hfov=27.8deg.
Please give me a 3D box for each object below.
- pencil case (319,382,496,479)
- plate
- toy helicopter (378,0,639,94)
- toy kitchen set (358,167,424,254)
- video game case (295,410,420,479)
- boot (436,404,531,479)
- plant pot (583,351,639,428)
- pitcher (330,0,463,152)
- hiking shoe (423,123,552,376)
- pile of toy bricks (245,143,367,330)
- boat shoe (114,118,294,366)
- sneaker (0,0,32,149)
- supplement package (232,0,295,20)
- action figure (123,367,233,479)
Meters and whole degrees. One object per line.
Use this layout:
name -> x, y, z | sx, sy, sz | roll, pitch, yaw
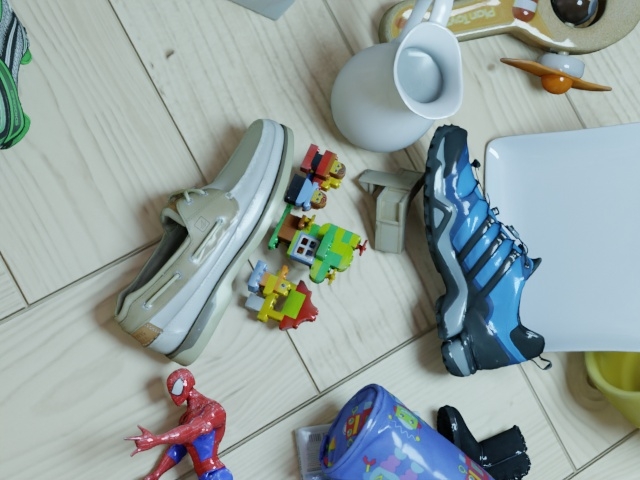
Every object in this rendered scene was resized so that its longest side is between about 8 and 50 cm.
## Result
pencil case -> 0.132, 0.298, 1.472 | 0.306, 0.119, 0.133 | 41, 115, -11
plate -> 0.329, 0.001, 1.563 | 0.045, 0.277, 0.278 | 17, 73, -55
toy helicopter -> 0.248, -0.279, 1.644 | 0.355, 0.140, 0.235 | -16, 95, -11
toy kitchen set -> 0.081, -0.041, 1.580 | 0.068, 0.075, 0.083 | 13, 34, 19
video game case -> 0.053, 0.282, 1.518 | 0.157, 0.019, 0.143 | -5, 83, -21
boot -> 0.199, 0.247, 1.561 | 0.099, 0.045, 0.121 | -14, 93, -19
plant pot -> 0.493, 0.163, 1.588 | 0.239, 0.254, 0.254 | 46, 69, -24
pitcher -> 0.096, -0.200, 1.512 | 0.125, 0.207, 0.178 | 18, 75, -16
hiking shoe -> 0.195, 0.008, 1.546 | 0.132, 0.113, 0.304 | -7, 95, 6
pile of toy bricks -> 0.000, 0.000, 1.485 | 0.105, 0.118, 0.212 | 23, 75, 4
boat shoe -> -0.127, -0.015, 1.453 | 0.103, 0.113, 0.302 | 29, 73, -19
sneaker -> -0.397, -0.251, 1.409 | 0.146, 0.134, 0.344 | 13, 66, -54
supplement package -> -0.110, -0.416, 1.478 | 0.262, 0.199, 0.198 | 22, 75, -15
action figure -> -0.143, 0.283, 1.407 | 0.139, 0.091, 0.280 | -14, 86, -30
